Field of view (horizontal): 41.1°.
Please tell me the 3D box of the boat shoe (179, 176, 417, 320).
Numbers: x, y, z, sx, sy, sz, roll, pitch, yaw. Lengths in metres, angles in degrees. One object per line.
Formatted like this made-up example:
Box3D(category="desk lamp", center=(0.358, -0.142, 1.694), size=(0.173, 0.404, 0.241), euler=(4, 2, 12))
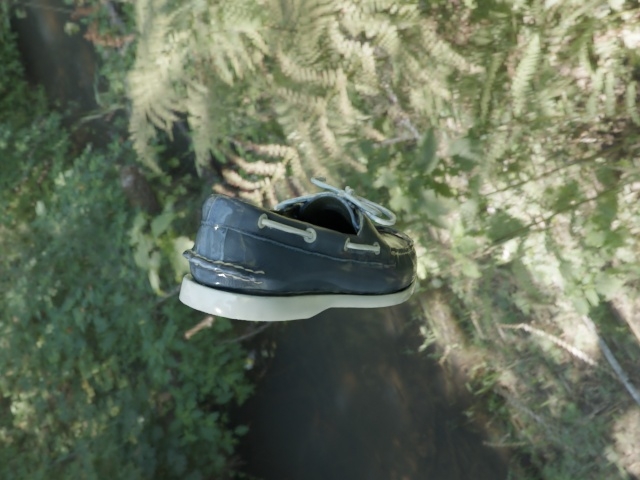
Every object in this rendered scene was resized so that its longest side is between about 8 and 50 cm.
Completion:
Box3D(category="boat shoe", center=(0.000, 0.000, 0.596), size=(0.095, 0.255, 0.079), euler=(18, 102, 35))
